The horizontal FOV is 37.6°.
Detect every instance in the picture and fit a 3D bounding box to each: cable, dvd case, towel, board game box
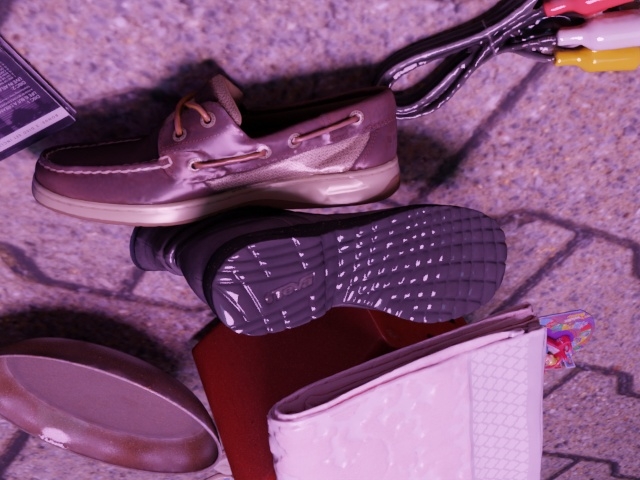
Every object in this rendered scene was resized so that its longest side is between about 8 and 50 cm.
[{"bbox_3d":[0.181,-0.186,0.858,0.287,0.072,0.139,-18,136,4],"label":"cable"},{"bbox_3d":[-0.340,-0.136,0.790,0.164,0.018,0.221,-25,139,13],"label":"dvd case"},{"bbox_3d":[0.107,0.254,1.016,0.317,0.053,0.332,-19,124,-18],"label":"towel"},{"bbox_3d":[0.321,0.159,1.358,0.169,0.033,0.133,-9,142,-8],"label":"board game box"}]

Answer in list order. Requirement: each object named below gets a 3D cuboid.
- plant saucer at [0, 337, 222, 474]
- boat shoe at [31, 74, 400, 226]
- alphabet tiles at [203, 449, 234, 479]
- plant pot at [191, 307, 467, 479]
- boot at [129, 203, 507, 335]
[{"bbox_3d":[-0.261,0.197,1.125,0.310,0.050,0.310,12,146,8],"label":"plant saucer"},{"bbox_3d":[-0.094,-0.094,0.865,0.342,0.123,0.123,-3,116,-5],"label":"boat shoe"},{"bbox_3d":[-0.047,0.376,1.514,0.278,0.021,0.284,-27,140,15],"label":"alphabet tiles"},{"bbox_3d":[0.046,0.161,1.109,0.267,0.267,0.236,20,118,-36],"label":"plant pot"},{"bbox_3d":[0.000,0.000,0.937,0.338,0.223,0.118,1,103,-30],"label":"boot"}]
